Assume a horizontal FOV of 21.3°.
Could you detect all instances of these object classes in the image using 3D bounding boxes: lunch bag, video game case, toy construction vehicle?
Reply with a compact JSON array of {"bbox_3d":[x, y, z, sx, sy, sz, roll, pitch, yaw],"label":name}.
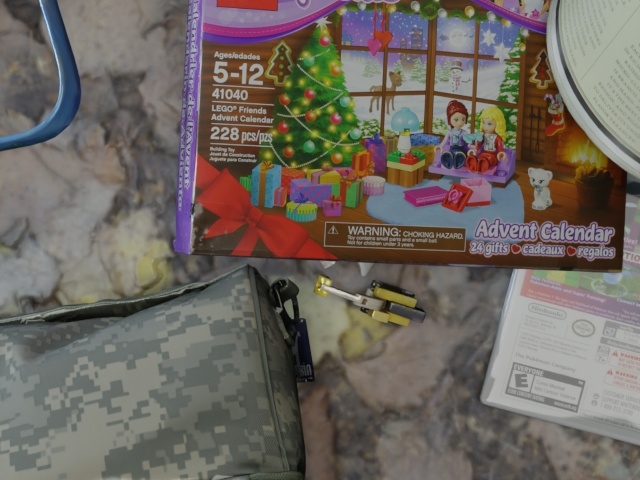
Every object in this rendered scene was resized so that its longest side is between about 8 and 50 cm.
[{"bbox_3d":[-0.146,0.160,1.100,0.305,0.212,0.256,-10,74,0],"label":"lunch bag"},{"bbox_3d":[0.229,0.049,1.174,0.201,0.023,0.184,15,92,3],"label":"video game case"},{"bbox_3d":[0.052,0.015,1.159,0.098,0.035,0.086,20,99,-22],"label":"toy construction vehicle"}]

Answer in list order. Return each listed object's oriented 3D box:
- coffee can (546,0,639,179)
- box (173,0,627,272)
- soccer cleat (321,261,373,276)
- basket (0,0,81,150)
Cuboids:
[{"bbox_3d":[0.271,-0.169,0.964,0.201,0.275,0.202,7,63,-14],"label":"coffee can"},{"bbox_3d":[0.057,-0.084,1.096,0.293,0.057,0.201,2,91,-16],"label":"box"},{"bbox_3d":[0.000,0.000,1.179,0.083,0.029,0.036,17,88,-3],"label":"soccer cleat"},{"bbox_3d":[-0.294,-0.174,1.094,0.254,0.201,0.289,-16,83,15],"label":"basket"}]
